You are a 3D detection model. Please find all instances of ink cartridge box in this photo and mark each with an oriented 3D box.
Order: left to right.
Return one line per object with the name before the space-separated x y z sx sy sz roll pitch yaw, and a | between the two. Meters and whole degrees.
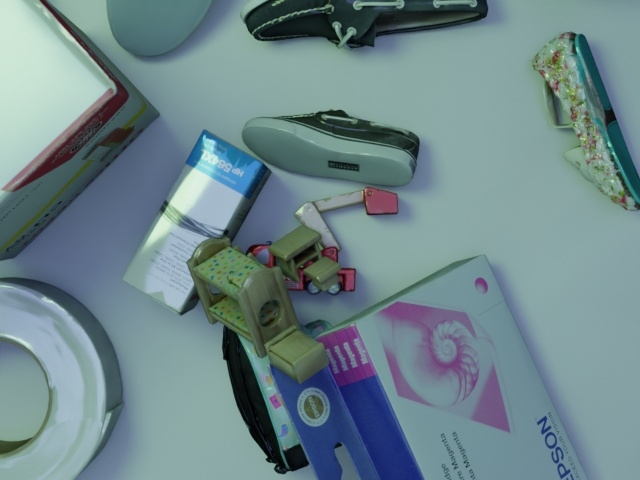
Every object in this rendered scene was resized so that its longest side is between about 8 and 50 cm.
ink cartridge box | -0.344 -0.114 1.261 0.279 0.384 0.160 -44 93 1
ink cartridge box | -0.147 -0.020 1.376 0.086 0.148 0.203 30 90 1
ink cartridge box | 0.139 0.219 1.328 0.330 0.071 0.324 -26 91 -39

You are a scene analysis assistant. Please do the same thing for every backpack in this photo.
backpack | -0.039 0.162 1.370 0.144 0.166 0.188 -28 94 -9

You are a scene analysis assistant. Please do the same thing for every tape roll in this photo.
tape roll | -0.392 0.188 1.404 0.286 0.100 0.286 0 90 0

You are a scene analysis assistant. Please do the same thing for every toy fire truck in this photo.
toy fire truck | 0.000 0.000 1.426 0.192 0.047 0.135 1 90 1

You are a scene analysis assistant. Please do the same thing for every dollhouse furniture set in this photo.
dollhouse furniture set | -0.028 0.043 1.268 0.161 0.182 0.101 -34 126 -25

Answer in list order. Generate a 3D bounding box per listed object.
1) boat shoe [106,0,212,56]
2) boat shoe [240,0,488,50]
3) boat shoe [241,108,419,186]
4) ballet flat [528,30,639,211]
boat shoe | -0.179 -0.411 1.378 0.136 0.156 0.367 8 123 -12
boat shoe | 0.056 -0.281 1.390 0.303 0.114 0.091 -15 85 1
boat shoe | 0.014 -0.123 1.418 0.219 0.077 0.070 13 56 4
ballet flat | 0.329 -0.141 1.416 0.077 0.091 0.240 -22 86 31
